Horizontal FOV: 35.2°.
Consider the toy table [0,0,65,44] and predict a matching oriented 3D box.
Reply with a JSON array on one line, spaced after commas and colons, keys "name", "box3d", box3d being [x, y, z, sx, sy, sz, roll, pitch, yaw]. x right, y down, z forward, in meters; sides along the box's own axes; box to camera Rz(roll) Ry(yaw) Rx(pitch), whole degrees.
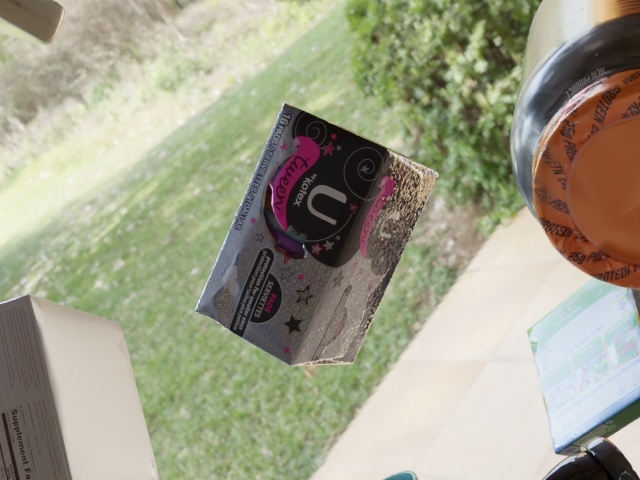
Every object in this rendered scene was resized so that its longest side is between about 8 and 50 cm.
[{"name": "toy table", "box3d": [-0.293, -0.183, 0.571, 0.161, 0.274, 0.252, 16, 96, 39]}]

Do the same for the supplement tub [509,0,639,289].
[{"name": "supplement tub", "box3d": [0.150, -0.063, 0.472, 0.117, 0.117, 0.190, -29, 18, 28]}]

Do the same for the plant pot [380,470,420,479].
[{"name": "plant pot", "box3d": [0.072, 0.451, 1.157, 0.293, 0.235, 0.293, -40, -2, -1]}]

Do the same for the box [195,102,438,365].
[{"name": "box", "box3d": [0.000, 0.000, 1.105, 0.163, 0.142, 0.247, 11, -77, -64]}]

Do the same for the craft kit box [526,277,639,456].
[{"name": "craft kit box", "box3d": [0.456, 0.192, 1.652, 0.250, 0.061, 0.246, -48, 37, 42]}]

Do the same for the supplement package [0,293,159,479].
[{"name": "supplement package", "box3d": [-0.305, 0.190, 1.100, 0.145, 0.204, 0.262, -18, -14, 5]}]

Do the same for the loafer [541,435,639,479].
[{"name": "loafer", "box3d": [0.304, 0.337, 0.960, 0.095, 0.302, 0.109, -29, 0, -6]}]
